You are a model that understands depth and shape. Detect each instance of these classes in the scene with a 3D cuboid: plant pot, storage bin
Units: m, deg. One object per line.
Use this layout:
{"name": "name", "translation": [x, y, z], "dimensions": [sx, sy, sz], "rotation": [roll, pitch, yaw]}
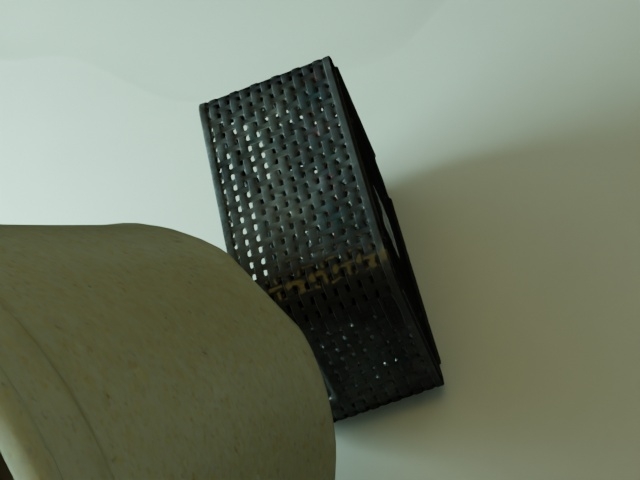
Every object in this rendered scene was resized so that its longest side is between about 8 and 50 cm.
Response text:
{"name": "plant pot", "translation": [-0.151, 0.118, 0.700], "dimensions": [0.334, 0.334, 0.305], "rotation": [6, 11, 26]}
{"name": "storage bin", "translation": [0.000, 0.000, 0.898], "dimensions": [0.084, 0.122, 0.180], "rotation": [-20, 48, 5]}
